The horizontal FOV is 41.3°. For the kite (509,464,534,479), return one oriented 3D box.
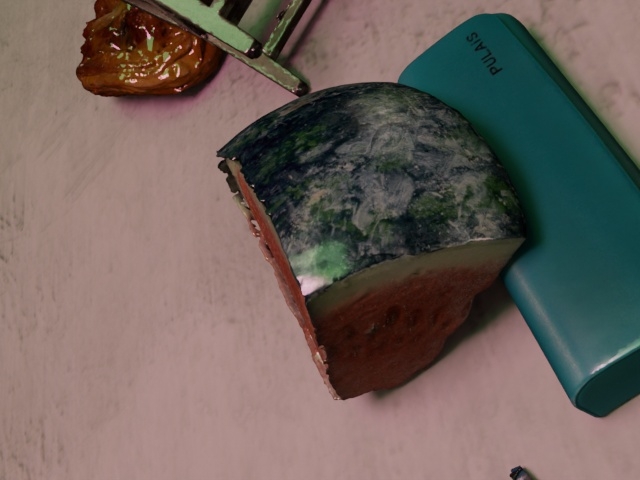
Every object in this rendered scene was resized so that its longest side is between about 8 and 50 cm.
[{"bbox_3d":[0.156,0.259,0.477,0.152,0.015,0.285,-48,46,13],"label":"kite"}]

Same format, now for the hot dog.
[{"bbox_3d":[-0.209,-0.235,0.995,0.227,0.099,0.160,1,70,45],"label":"hot dog"}]

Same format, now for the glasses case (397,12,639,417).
[{"bbox_3d":[0.153,-0.038,0.591,0.117,0.070,0.301,-40,47,20],"label":"glasses case"}]

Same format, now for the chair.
[{"bbox_3d":[-0.107,-0.271,0.825,0.270,0.136,0.147,33,95,22],"label":"chair"}]

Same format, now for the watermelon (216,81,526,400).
[{"bbox_3d":[0.000,0.000,0.639,0.318,0.148,0.226,18,116,61],"label":"watermelon"}]
